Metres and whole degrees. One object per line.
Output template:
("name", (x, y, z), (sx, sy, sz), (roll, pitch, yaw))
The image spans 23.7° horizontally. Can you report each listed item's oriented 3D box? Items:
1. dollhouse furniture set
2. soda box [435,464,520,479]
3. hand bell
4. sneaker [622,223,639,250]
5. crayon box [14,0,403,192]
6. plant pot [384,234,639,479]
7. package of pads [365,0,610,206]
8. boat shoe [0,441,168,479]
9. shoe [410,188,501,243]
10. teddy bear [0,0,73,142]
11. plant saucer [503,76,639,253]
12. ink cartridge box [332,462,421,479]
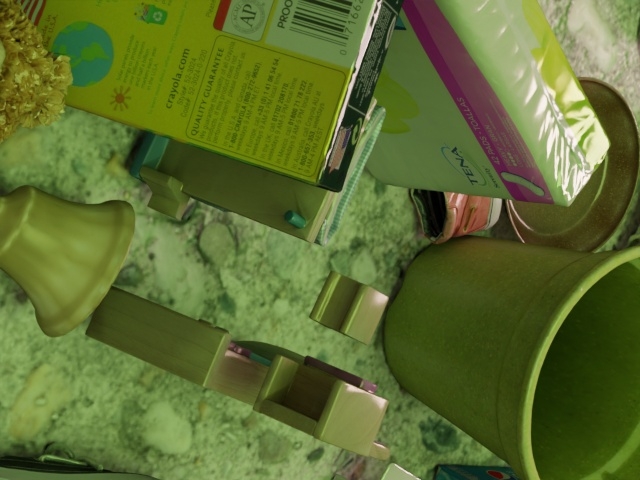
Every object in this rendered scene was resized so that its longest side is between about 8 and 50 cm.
("dollhouse furniture set", (0.000, 0.000, 1.289), (0.198, 0.286, 0.303), (29, 82, -54))
("soda box", (0.214, 0.293, 1.679), (0.210, 0.067, 0.071), (9, 99, -40))
("hand bell", (-0.277, -0.036, 1.181), (0.242, 0.126, 0.126), (33, 82, -27))
("sneaker", (0.352, 0.084, 1.662), (0.257, 0.169, 0.448), (0, 90, -24))
("crayon box", (-0.106, -0.180, 1.172), (0.081, 0.318, 0.202), (10, 99, -76))
("plant pot", (0.207, 0.109, 1.494), (0.276, 0.254, 0.276), (-13, 112, -36))
("package of pads", (0.091, -0.159, 1.330), (0.101, 0.229, 0.296), (-56, 132, -25))
("boat shoe", (-0.218, 0.234, 1.291), (0.306, 0.105, 0.113), (10, 102, -34))
("shoe", (0.137, -0.084, 1.502), (0.081, 0.063, 0.178), (-20, 120, -39))
("teddy bear", (-0.280, -0.223, 1.070), (0.245, 0.113, 0.338), (3, 92, -33))
("plant saucer", (0.258, -0.076, 1.616), (0.198, 0.036, 0.199), (-10, 108, -34))
("ink cartridge box", (0.038, 0.310, 1.547), (0.104, 0.060, 0.180), (37, 80, -39))
